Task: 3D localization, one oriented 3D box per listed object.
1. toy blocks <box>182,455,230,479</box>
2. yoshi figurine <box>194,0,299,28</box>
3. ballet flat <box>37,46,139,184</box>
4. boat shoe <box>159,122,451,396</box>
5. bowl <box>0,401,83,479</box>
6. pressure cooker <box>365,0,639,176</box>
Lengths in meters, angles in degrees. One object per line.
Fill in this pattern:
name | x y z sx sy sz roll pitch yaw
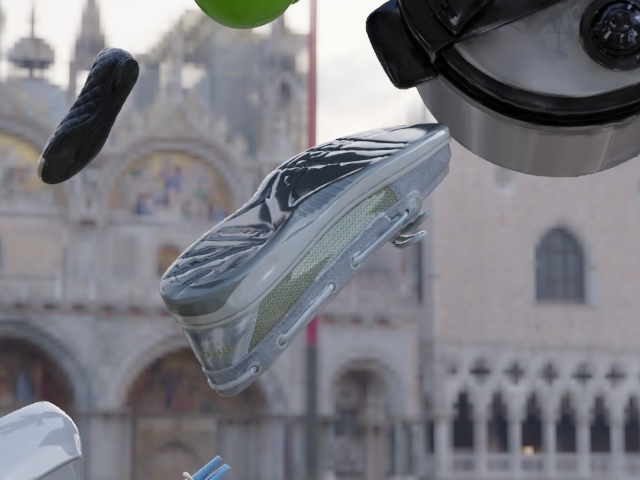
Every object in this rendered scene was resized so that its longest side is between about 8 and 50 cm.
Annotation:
toy blocks | -0.170 0.318 2.207 0.148 0.054 0.123 -43 -7 -9
yoshi figurine | -0.095 -0.342 1.669 0.203 0.203 0.362 14 -40 41
ballet flat | -0.258 -0.135 2.005 0.049 0.173 0.057 24 -14 42
boat shoe | 0.001 0.001 1.485 0.118 0.103 0.320 1 31 41
bowl | -0.228 0.204 1.364 0.053 0.142 0.142 20 26 28
pressure cooker | 0.266 -0.276 1.949 0.375 0.370 0.420 20 -6 8
